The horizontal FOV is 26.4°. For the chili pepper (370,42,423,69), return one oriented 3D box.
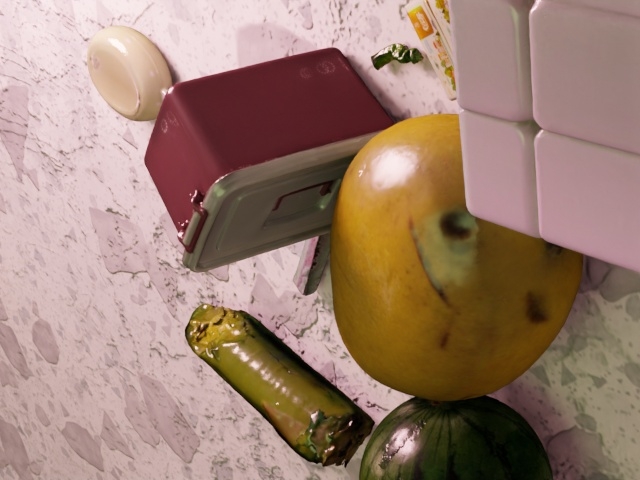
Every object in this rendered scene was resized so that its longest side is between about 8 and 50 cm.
[{"bbox_3d":[0.088,-0.213,1.572,0.083,0.022,0.027,1,82,52],"label":"chili pepper"}]

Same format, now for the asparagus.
[{"bbox_3d":[-0.082,0.196,2.008,0.382,0.128,0.108,39,104,30],"label":"asparagus"}]

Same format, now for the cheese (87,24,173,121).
[{"bbox_3d":[-0.247,-0.218,1.958,0.227,0.064,0.137,38,142,27],"label":"cheese"}]

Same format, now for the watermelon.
[{"bbox_3d":[0.165,0.302,1.663,0.242,0.242,0.242,31,137,35],"label":"watermelon"}]

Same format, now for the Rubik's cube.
[{"bbox_3d":[0.314,-0.174,1.047,0.319,0.322,0.316,22,132,44],"label":"Rubik's cube"}]

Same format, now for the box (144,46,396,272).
[{"bbox_3d":[-0.058,-0.104,1.615,0.167,0.294,0.193,59,147,20],"label":"box"}]

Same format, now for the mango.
[{"bbox_3d":[0.126,0.037,1.535,0.301,0.220,0.445,51,148,9],"label":"mango"}]

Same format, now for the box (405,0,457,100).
[{"bbox_3d":[0.167,-0.222,1.414,0.122,0.032,0.220,63,159,-5],"label":"box"}]

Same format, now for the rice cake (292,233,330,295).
[{"bbox_3d":[-0.001,-0.001,1.829,0.033,0.033,0.207,52,145,29],"label":"rice cake"}]
